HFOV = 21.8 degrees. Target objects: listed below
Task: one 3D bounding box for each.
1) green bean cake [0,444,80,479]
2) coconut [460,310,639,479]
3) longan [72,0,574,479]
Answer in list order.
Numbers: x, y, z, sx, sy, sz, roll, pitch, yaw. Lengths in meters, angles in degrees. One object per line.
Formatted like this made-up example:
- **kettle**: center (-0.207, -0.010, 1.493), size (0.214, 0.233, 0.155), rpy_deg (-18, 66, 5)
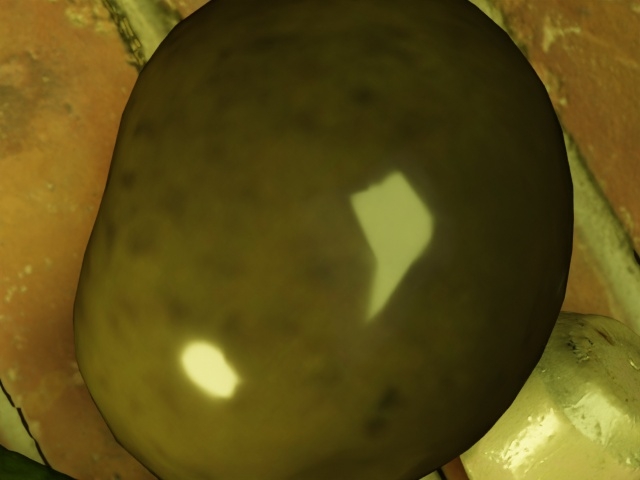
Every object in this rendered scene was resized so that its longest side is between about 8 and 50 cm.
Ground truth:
- **green bean cake**: center (-0.264, 0.254, 1.184), size (0.248, 0.125, 0.222), rpy_deg (28, 104, 2)
- **coconut**: center (0.182, 0.148, 1.304), size (0.171, 0.171, 0.183), rpy_deg (40, 120, -7)
- **longan**: center (0.000, 0.000, 1.185), size (0.336, 0.404, 0.404), rpy_deg (25, 79, -47)
